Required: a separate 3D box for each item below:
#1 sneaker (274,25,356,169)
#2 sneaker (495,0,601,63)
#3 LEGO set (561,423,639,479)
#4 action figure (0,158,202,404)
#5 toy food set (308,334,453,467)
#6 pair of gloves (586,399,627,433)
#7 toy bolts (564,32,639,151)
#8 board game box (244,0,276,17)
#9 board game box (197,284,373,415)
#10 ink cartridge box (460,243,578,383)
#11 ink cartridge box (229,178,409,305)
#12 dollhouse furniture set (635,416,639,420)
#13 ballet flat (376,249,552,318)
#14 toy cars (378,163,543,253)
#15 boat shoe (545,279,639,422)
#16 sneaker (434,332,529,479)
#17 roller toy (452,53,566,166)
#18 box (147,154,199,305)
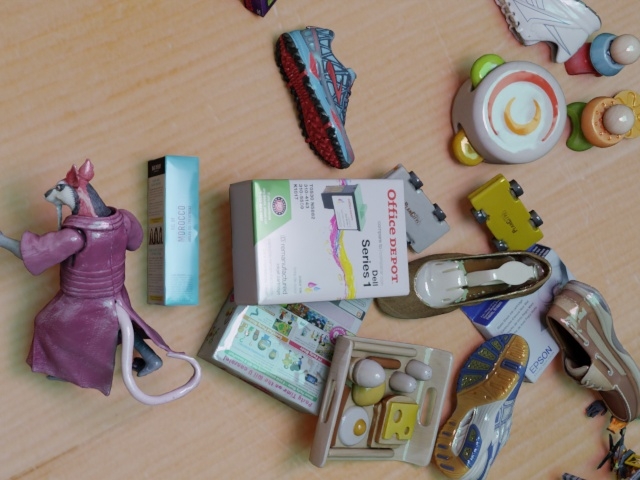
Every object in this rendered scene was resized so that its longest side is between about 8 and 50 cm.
[{"bbox_3d":[0.023,-0.259,1.885,0.125,0.104,0.262,-24,98,-26],"label":"sneaker"},{"bbox_3d":[0.406,-0.456,2.068,0.297,0.111,0.129,32,98,-12],"label":"sneaker"},{"bbox_3d":[0.557,0.547,2.091,0.331,0.192,0.255,-35,122,-35],"label":"LEGO set"},{"bbox_3d":[-0.350,0.061,1.603,0.248,0.275,0.370,-23,126,-40],"label":"action figure"},{"bbox_3d":[0.116,0.290,1.862,0.306,0.092,0.220,13,89,-46],"label":"toy food set"},{"bbox_3d":[0.584,0.349,2.142,0.074,0.083,0.010,-31,137,-30],"label":"pair of gloves"},{"bbox_3d":[0.603,-0.303,2.122,0.218,0.158,0.229,-7,91,-25],"label":"toy bolts"},{"bbox_3d":[-0.025,-0.571,1.822,0.056,0.208,0.347,33,73,8],"label":"board game box"},{"bbox_3d":[-0.043,0.118,1.847,0.224,0.097,0.303,32,74,-20],"label":"board game box"},{"bbox_3d":[0.407,0.125,2.081,0.224,0.045,0.223,47,71,-16],"label":"ink cartridge box"},{"bbox_3d":[0.000,0.000,1.756,0.278,0.117,0.201,-2,89,-26],"label":"ink cartridge box"},{"bbox_3d":[0.675,0.297,2.185,0.058,0.076,0.152,47,61,-19],"label":"dollhouse furniture set"},{"bbox_3d":[0.276,0.074,1.955,0.342,0.124,0.116,-5,83,-16],"label":"ballet flat"},{"bbox_3d":[0.249,-0.064,1.989,0.393,0.087,0.176,4,122,-23],"label":"toy cars"},{"bbox_3d":[0.523,0.231,2.062,0.116,0.123,0.324,-37,109,-20],"label":"boat shoe"},{"bbox_3d":[0.316,0.318,2.008,0.131,0.112,0.296,38,79,-49],"label":"sneaker"},{"bbox_3d":[0.354,-0.237,2.013,0.191,0.146,0.209,7,91,-15],"label":"roller toy"},{"bbox_3d":[-0.244,-0.015,1.756,0.060,0.100,0.244,1,88,-26],"label":"box"}]
